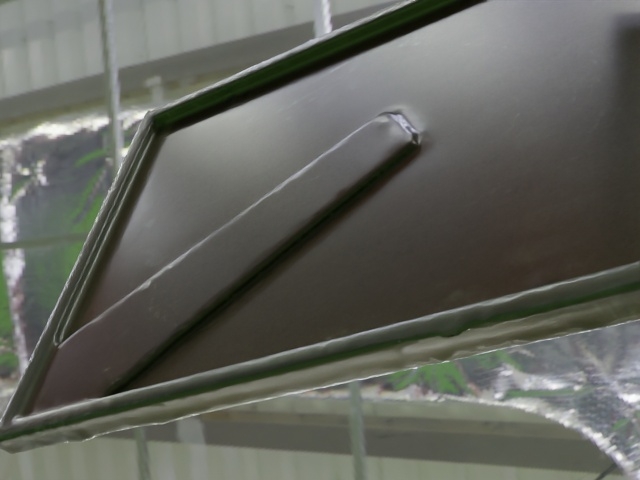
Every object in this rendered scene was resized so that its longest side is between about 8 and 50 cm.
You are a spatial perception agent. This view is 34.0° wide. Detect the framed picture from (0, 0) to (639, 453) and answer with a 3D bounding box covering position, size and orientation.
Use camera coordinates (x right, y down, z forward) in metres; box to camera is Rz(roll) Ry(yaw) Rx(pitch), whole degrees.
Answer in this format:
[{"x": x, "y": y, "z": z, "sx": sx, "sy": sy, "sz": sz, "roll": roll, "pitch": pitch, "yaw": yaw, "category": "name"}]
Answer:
[{"x": 0.009, "y": -0.038, "z": 0.651, "sx": 0.446, "sy": 0.028, "sz": 0.326, "roll": -17, "pitch": -141, "yaw": 32, "category": "framed picture"}]
